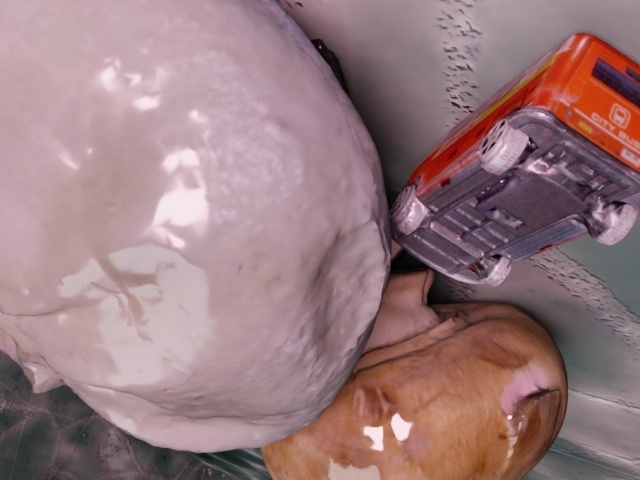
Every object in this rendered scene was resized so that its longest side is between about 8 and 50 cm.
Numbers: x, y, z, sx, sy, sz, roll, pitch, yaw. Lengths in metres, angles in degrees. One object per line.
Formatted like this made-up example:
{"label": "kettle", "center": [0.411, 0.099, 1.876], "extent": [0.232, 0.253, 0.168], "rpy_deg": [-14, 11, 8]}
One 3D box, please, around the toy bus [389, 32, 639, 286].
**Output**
{"label": "toy bus", "center": [0.100, -0.034, 0.418], "extent": [0.079, 0.077, 0.174], "rpy_deg": [31, 158, -9]}

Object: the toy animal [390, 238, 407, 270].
{"label": "toy animal", "center": [0.004, -0.005, 0.602], "extent": [0.071, 0.085, 0.124], "rpy_deg": [42, 168, -28]}

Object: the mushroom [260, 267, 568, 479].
{"label": "mushroom", "center": [0.068, 0.113, 0.622], "extent": [0.254, 0.184, 0.255], "rpy_deg": [-9, 177, 0]}

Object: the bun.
{"label": "bun", "center": [-0.123, -0.020, 0.470], "extent": [0.354, 0.194, 0.354], "rpy_deg": [32, 146, 25]}

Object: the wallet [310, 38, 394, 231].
{"label": "wallet", "center": [-0.055, -0.057, 0.558], "extent": [0.244, 0.025, 0.124], "rpy_deg": [0, 118, 49]}
